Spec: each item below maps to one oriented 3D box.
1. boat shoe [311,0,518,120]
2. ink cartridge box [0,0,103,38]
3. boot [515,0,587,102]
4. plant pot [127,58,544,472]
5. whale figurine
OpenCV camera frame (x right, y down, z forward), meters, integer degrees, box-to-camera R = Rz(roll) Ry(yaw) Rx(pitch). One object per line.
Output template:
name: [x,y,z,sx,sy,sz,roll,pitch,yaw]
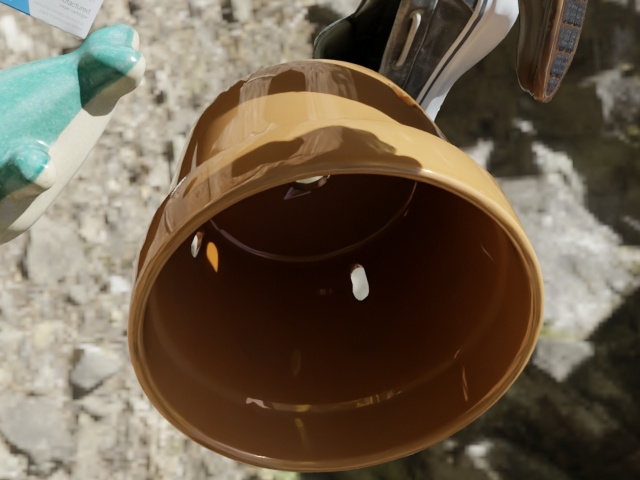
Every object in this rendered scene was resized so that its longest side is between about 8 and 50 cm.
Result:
boat shoe: [0.047,-0.156,1.241,0.119,0.335,0.121,3,61,-22]
ink cartridge box: [-0.279,-0.334,1.544,0.140,0.082,0.190,22,105,-26]
boot: [0.131,-0.208,0.985,0.082,0.106,0.219,-11,110,-68]
plant pot: [0.000,0.000,1.071,0.203,0.291,0.291,-101,165,-49]
whale figurine: [-0.291,-0.118,1.386,0.141,0.272,0.216,43,13,-27]
